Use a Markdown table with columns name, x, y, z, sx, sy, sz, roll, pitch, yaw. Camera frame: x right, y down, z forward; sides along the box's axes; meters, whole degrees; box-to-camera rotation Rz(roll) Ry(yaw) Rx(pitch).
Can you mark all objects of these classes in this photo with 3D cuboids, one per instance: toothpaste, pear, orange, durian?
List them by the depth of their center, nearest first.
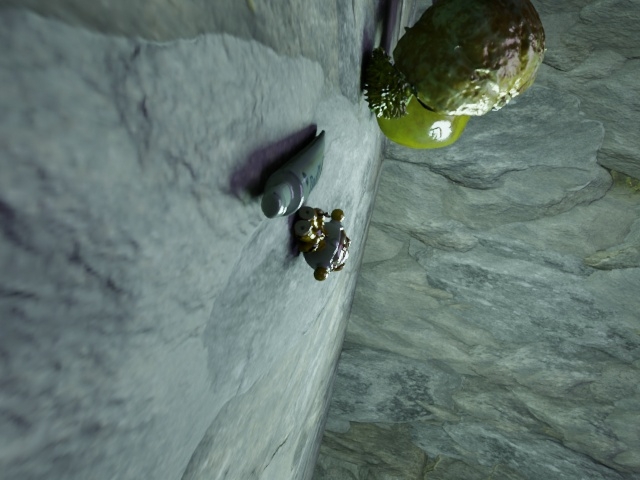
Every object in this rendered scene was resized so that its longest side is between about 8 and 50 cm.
| name | x | y | z | sx | sy | sz | roll | pitch | yaw |
| --- | --- | --- | --- | --- | --- | --- | --- | --- | --- |
| toothpaste | -0.019 | -0.072 | 0.466 | 0.255 | 0.037 | 0.067 | -66 | 166 | -68 |
| durian | 0.130 | -0.306 | 0.886 | 0.095 | 0.137 | 0.220 | -46 | -177 | 8 |
| orange | 0.339 | -0.437 | 0.959 | 0.369 | 0.271 | 0.210 | -29 | 154 | -20 |
| pear | 0.283 | -0.372 | 1.178 | 0.321 | 0.269 | 0.269 | 5 | 99 | -48 |

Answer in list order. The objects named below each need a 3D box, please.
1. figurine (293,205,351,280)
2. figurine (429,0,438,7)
| name | x | y | z | sx | sy | sz | roll | pitch | yaw |
| --- | --- | --- | --- | --- | --- | --- | --- | --- | --- |
| figurine | -0.002 | 0.004 | 0.608 | 0.143 | 0.068 | 0.101 | -7 | 106 | -68 |
| figurine | 0.305 | -0.648 | 0.952 | 0.284 | 0.206 | 0.315 | -37 | -168 | 17 |
